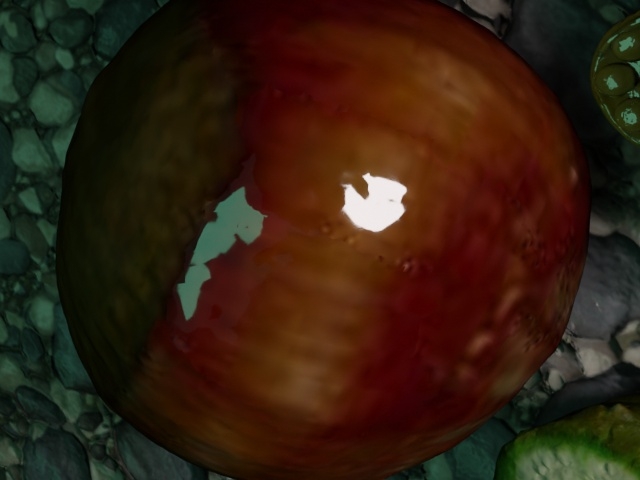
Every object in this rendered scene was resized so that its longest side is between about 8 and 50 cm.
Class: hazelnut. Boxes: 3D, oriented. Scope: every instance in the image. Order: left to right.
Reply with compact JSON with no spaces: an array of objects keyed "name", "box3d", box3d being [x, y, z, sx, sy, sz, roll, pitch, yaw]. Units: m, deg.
[{"name":"hazelnut","box3d":[0.000,0.000,1.286,0.421,0.353,0.421,2,111,6]}]

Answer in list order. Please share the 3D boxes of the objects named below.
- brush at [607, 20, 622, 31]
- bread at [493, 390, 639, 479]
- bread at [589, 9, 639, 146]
[{"name":"brush","box3d":[0.294,-0.052,1.255,0.062,0.027,0.266,-40,86,27]},{"name":"bread","box3d":[0.286,0.291,1.304,0.382,0.129,0.366,-23,87,50]},{"name":"bread","box3d":[0.249,-0.119,1.237,0.110,0.024,0.110,3,100,20]}]
